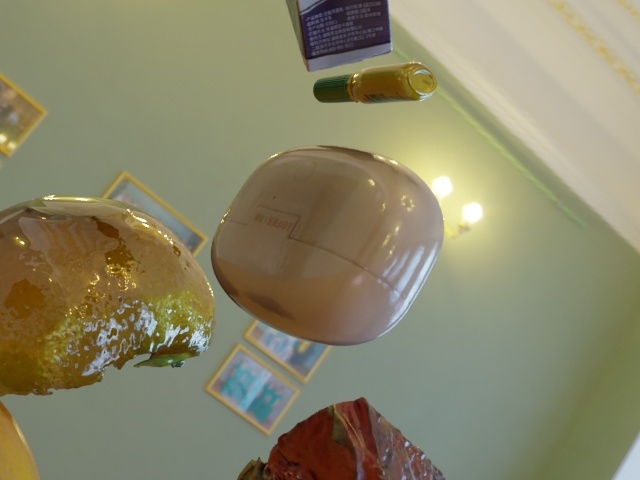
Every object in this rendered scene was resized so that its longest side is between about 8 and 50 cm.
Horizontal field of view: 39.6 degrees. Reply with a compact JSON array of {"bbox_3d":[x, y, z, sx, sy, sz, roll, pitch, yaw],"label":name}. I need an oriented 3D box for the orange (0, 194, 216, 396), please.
[{"bbox_3d":[-0.269,0.055,1.008,0.335,0.196,0.263,-2,31,-49],"label":"orange"}]

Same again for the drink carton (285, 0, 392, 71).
[{"bbox_3d":[0.005,-0.307,0.919,0.222,0.102,0.134,78,0,-50],"label":"drink carton"}]

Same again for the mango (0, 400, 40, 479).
[{"bbox_3d":[-0.306,0.216,0.774,0.145,0.112,0.219,-36,-99,45],"label":"mango"}]

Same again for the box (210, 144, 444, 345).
[{"bbox_3d":[0.000,0.000,0.649,0.088,0.145,0.200,36,-12,-34],"label":"box"}]

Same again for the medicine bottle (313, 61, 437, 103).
[{"bbox_3d":[0.084,-0.270,1.548,0.095,0.064,0.261,3,3,-41],"label":"medicine bottle"}]

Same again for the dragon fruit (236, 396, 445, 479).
[{"bbox_3d":[0.026,0.318,0.981,0.205,0.152,0.317,-19,-37,18],"label":"dragon fruit"}]
